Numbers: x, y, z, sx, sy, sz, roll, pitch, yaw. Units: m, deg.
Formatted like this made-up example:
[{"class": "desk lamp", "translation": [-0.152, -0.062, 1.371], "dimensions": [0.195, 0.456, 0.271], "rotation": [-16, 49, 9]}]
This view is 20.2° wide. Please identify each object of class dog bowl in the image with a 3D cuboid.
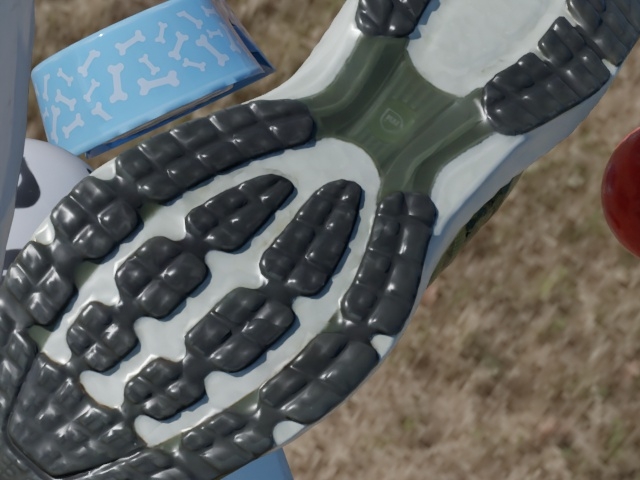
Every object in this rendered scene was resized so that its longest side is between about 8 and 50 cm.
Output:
[{"class": "dog bowl", "translation": [-0.126, -0.124, 1.340], "dimensions": [0.166, 0.297, 0.074], "rotation": [-25, 95, 5]}]

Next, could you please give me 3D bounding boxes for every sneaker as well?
[{"class": "sneaker", "translation": [0.000, 0.000, 0.894], "dimensions": [0.410, 0.182, 0.158], "rotation": [-41, 78, -22]}]

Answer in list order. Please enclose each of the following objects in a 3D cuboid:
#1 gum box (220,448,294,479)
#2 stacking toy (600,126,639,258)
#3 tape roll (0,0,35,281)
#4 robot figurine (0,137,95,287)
[{"class": "gum box", "translation": [-0.057, 0.172, 0.917], "dimensions": [0.157, 0.041, 0.184], "rotation": [-12, 80, -59]}, {"class": "stacking toy", "translation": [0.274, 0.008, 0.948], "dimensions": [0.141, 0.141, 0.330], "rotation": [-14, 21, -32]}, {"class": "tape roll", "translation": [-0.152, -0.020, 0.255], "dimensions": [0.100, 0.286, 0.286], "rotation": [11, 43, 18]}, {"class": "robot figurine", "translation": [-0.248, 0.034, 1.117], "dimensions": [0.209, 0.278, 0.173], "rotation": [67, 26, -23]}]
